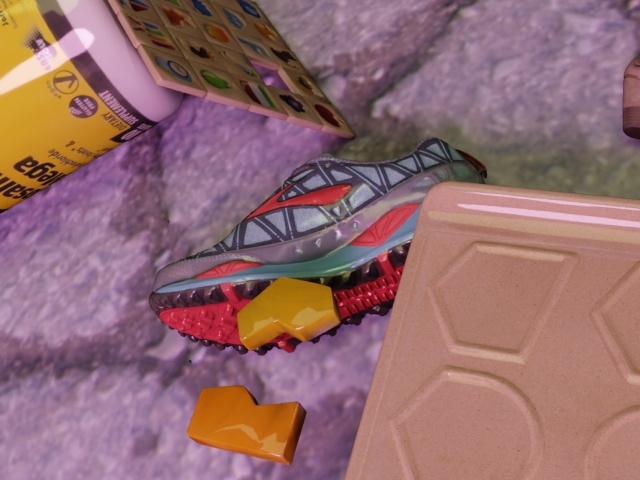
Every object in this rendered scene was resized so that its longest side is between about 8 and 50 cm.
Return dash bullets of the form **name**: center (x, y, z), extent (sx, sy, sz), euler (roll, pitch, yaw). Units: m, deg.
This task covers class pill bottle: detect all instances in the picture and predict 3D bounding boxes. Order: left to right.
- **pill bottle**: center (-0.306, -0.119, 0.688), extent (0.334, 0.188, 0.188), euler (-28, 60, 8)

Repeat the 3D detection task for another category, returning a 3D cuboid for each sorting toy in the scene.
- **sorting toy**: center (0.091, 0.074, 0.439), extent (0.307, 0.041, 0.229), euler (8, 63, 20)

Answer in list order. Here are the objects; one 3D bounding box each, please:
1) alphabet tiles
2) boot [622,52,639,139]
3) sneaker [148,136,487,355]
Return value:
- **alphabet tiles**: center (-0.094, -0.179, 0.638), extent (0.009, 0.198, 0.237), euler (-51, 55, 26)
- **boot**: center (0.270, -0.103, 0.544), extent (0.118, 0.042, 0.087), euler (20, 73, 27)
- **sneaker**: center (0.000, 0.000, 0.581), extent (0.261, 0.104, 0.125), euler (-15, 52, 5)
